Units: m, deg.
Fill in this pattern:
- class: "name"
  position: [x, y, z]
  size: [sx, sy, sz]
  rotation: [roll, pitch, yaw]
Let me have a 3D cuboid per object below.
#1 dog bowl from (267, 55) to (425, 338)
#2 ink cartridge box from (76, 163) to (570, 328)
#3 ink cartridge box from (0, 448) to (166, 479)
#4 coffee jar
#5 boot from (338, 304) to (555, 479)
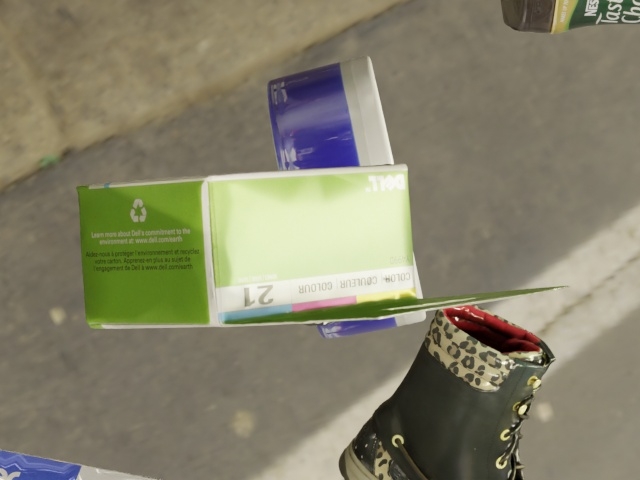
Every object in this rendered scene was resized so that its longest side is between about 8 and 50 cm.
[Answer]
- class: "dog bowl"
  position: [0.026, -0.040, 1.738]
  size: [0.265, 0.104, 0.265]
  rotation: [-13, 90, -87]
- class: "ink cartridge box"
  position: [0.000, 0.000, 1.125]
  size: [0.189, 0.255, 0.097]
  rotation: [-5, 91, -46]
- class: "ink cartridge box"
  position: [-0.111, 0.157, 0.830]
  size: [0.046, 0.207, 0.097]
  rotation: [72, 32, -53]
- class: "coffee jar"
  position: [0.220, -0.197, 1.274]
  size: [0.184, 0.096, 0.079]
  rotation: [-2, 54, 0]
- class: "boot"
  position: [0.149, 0.171, 1.407]
  size: [0.236, 0.178, 0.085]
  rotation: [30, 25, 8]
